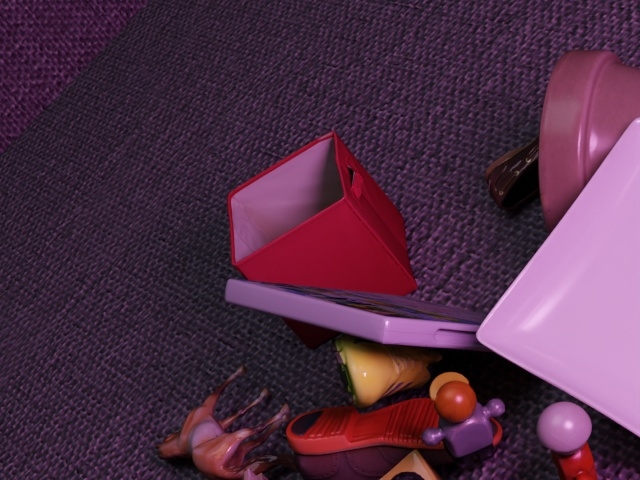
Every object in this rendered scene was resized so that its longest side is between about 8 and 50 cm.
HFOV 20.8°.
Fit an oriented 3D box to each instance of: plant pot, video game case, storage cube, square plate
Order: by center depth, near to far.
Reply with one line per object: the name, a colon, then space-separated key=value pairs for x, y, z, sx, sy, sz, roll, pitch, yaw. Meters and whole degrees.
square plate: x=0.408 y=0.071 z=1.939 sx=0.347 sy=0.049 sz=0.344 roll=32 pitch=72 yaw=21
plant pot: x=0.119 y=0.314 z=2.055 sx=0.081 sy=0.081 sz=0.083 roll=-41 pitch=44 yaw=-2
plant pot: x=0.412 y=-0.102 z=2.145 sx=0.229 sy=0.263 sz=0.263 roll=3 pitch=49 yaw=25
video game case: x=0.092 y=0.097 z=2.185 sx=0.329 sy=0.300 sz=0.036 roll=12 pitch=94 yaw=53
storage cube: x=0.000 y=0.000 z=2.471 sx=0.215 sy=0.193 sz=0.183 roll=-32 pitch=32 yaw=15

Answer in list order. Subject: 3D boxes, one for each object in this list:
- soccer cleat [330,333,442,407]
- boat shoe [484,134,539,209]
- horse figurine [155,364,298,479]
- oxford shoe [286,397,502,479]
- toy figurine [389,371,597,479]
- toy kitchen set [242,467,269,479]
soccer cleat: x=0.087 y=0.149 z=2.166 sx=0.121 sy=0.093 sz=0.289 roll=-13 pitch=-3 yaw=9
boat shoe: x=0.321 y=-0.115 z=2.396 sx=0.207 sy=0.073 sz=0.073 roll=-39 pitch=32 yaw=16
horse figurine: x=-0.128 y=0.269 z=2.390 sx=0.174 sy=0.066 sz=0.263 roll=-39 pitch=28 yaw=-9
oxford shoe: x=0.097 y=0.259 z=2.152 sx=0.271 sy=0.098 sz=0.097 roll=-3 pitch=26 yaw=23
toy figurine: x=0.187 y=0.264 z=1.920 sx=0.210 sy=0.148 sz=0.213 roll=17 pitch=59 yaw=29
toy kitchen set: x=-0.103 y=0.343 z=2.261 sx=0.075 sy=0.068 sz=0.083 roll=-30 pitch=32 yaw=16
